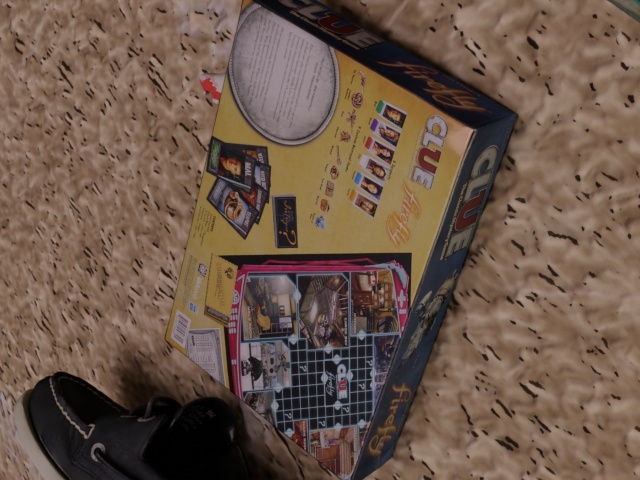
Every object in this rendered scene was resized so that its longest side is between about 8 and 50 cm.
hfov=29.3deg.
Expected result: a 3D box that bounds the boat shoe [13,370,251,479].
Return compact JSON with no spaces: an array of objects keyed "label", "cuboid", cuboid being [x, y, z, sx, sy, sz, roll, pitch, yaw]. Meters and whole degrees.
[{"label":"boat shoe","cuboid":[-0.090,0.163,0.828,0.340,0.127,0.113,37,97,46]}]

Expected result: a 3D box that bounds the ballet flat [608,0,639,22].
[{"label":"ballet flat","cuboid":[0.106,-0.130,0.430,0.077,0.241,0.091,-37,50,38]}]

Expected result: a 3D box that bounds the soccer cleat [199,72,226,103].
[{"label":"soccer cleat","cuboid":[-0.042,-0.097,0.758,0.083,0.029,0.036,26,110,39]}]

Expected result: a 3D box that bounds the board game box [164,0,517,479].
[{"label":"board game box","cuboid":[0.000,0.000,0.706,0.165,0.042,0.243,35,125,27]}]
